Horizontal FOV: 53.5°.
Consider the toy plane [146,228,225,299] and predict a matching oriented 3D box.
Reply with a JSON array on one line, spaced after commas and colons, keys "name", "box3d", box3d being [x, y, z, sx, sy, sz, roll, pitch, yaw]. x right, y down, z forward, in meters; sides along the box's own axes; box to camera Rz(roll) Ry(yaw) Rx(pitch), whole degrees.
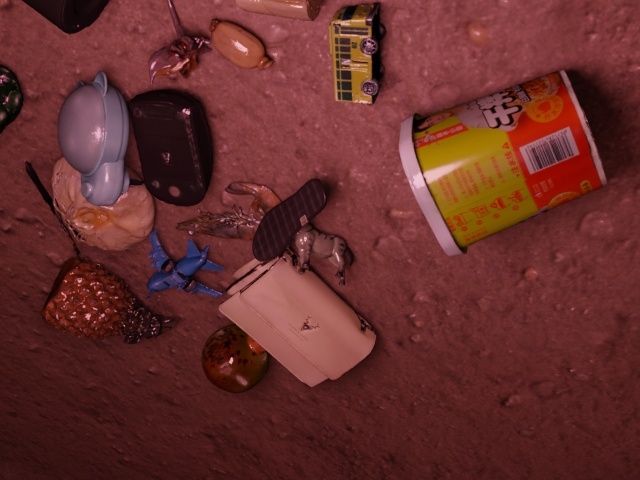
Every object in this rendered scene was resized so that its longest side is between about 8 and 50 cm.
[{"name": "toy plane", "box3d": [-0.387, 0.087, 1.707, 0.271, 0.105, 0.254, -30, 117, 30]}]

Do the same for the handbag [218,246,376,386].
[{"name": "handbag", "box3d": [-0.055, 0.196, 1.651, 0.237, 0.160, 0.358, -35, 111, 28]}]

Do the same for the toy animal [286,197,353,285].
[{"name": "toy animal", "box3d": [-0.004, 0.001, 1.511, 0.217, 0.176, 0.073, 22, 151, -33]}]

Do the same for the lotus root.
[{"name": "lotus root", "box3d": [-0.161, -0.386, 1.270, 0.150, 0.062, 0.073, 33, 130, -8]}]

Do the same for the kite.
[{"name": "kite", "box3d": [-0.682, -0.075, 1.634, 0.015, 0.152, 0.285, -26, 113, -12]}]

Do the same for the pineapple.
[{"name": "pineapple", "box3d": [-0.589, 0.202, 1.810, 0.357, 0.223, 0.223, 29, 132, -24]}]

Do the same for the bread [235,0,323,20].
[{"name": "bread", "box3d": [-0.068, -0.474, 1.124, 0.141, 0.134, 0.148, 13, 119, 13]}]

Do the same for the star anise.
[{"name": "star anise", "box3d": [-0.318, -0.448, 1.257, 0.227, 0.148, 0.218, 62, 159, 1]}]

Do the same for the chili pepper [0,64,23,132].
[{"name": "chili pepper", "box3d": [-0.835, -0.312, 1.452, 0.257, 0.233, 0.248, -20, 104, 38]}]

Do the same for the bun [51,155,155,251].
[{"name": "bun", "box3d": [-0.557, -0.081, 1.592, 0.287, 0.146, 0.287, 11, 134, 12]}]

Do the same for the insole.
[{"name": "insole", "box3d": [-0.077, -0.042, 1.452, 0.309, 0.012, 0.110, -36, 67, 46]}]

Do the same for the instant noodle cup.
[{"name": "instant noodle cup", "box3d": [0.342, -0.153, 1.185, 0.308, 0.294, 0.294, -20, 120, 23]}]

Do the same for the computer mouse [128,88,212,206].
[{"name": "computer mouse", "box3d": [-0.326, -0.212, 1.441, 0.170, 0.100, 0.269, 8, 125, 13]}]

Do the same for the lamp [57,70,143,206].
[{"name": "lamp", "box3d": [-0.497, -0.218, 1.412, 0.209, 0.147, 0.284, 3, 112, 52]}]

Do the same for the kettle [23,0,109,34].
[{"name": "kettle", "box3d": [-0.548, -0.560, 1.202, 0.308, 0.262, 0.203, 34, 95, -6]}]

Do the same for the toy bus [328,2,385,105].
[{"name": "toy bus", "box3d": [0.069, -0.354, 1.206, 0.101, 0.088, 0.175, 7, 131, 14]}]

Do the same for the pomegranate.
[{"name": "pomegranate", "box3d": [-0.214, 0.331, 1.784, 0.246, 0.198, 0.198, -3, 127, 22]}]

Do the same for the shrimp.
[{"name": "shrimp", "box3d": [-0.228, -0.071, 1.559, 0.296, 0.058, 0.169, 1, 122, 12]}]
